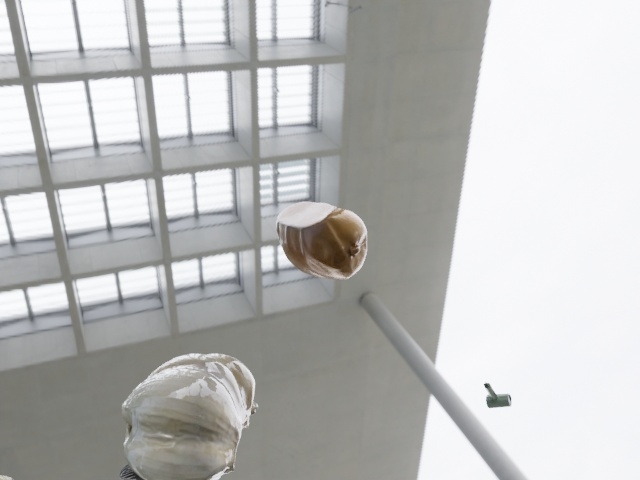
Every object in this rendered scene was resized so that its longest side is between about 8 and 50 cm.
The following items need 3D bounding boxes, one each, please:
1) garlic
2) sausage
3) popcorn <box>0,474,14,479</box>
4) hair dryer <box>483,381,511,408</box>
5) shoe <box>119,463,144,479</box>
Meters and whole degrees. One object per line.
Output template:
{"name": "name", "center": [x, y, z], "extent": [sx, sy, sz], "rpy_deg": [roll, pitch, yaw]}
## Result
{"name": "garlic", "center": [-0.223, 0.276, 1.019], "extent": [0.203, 0.281, 0.184], "rpy_deg": [6, -56, 7]}
{"name": "sausage", "center": [0.000, -0.001, 1.149], "extent": [0.120, 0.241, 0.136], "rpy_deg": [-36, -73, -20]}
{"name": "popcorn", "center": [-0.327, 0.293, 0.480], "extent": [0.237, 0.293, 0.292], "rpy_deg": [-24, -47, -50]}
{"name": "hair dryer", "center": [0.458, 0.402, 1.639], "extent": [0.063, 0.037, 0.124], "rpy_deg": [-12, -46, 27]}
{"name": "shoe", "center": [-0.317, 0.458, 1.235], "extent": [0.160, 0.053, 0.062], "rpy_deg": [-14, -41, -14]}
